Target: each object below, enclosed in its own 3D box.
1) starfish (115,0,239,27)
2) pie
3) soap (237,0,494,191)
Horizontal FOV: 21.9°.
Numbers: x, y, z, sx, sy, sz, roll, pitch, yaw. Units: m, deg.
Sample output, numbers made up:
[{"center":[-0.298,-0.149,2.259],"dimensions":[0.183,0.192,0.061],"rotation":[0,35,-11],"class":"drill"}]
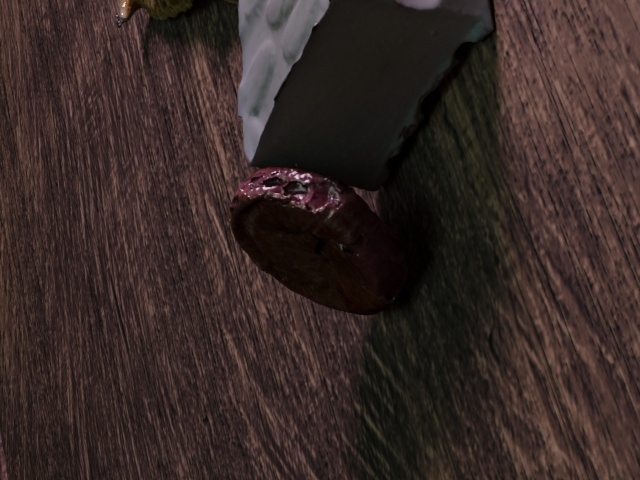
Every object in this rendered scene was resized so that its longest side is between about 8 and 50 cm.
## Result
[{"center":[-0.145,-0.398,1.911],"dimensions":[0.432,0.082,0.324],"rotation":[-158,69,-64],"class":"starfish"},{"center":[0.000,0.000,1.501],"dimensions":[0.049,0.182,0.182],"rotation":[-57,13,-29],"class":"pie"},{"center":[0.005,-0.233,1.515],"dimensions":[0.258,0.159,0.302],"rotation":[118,145,-45],"class":"soap"}]
